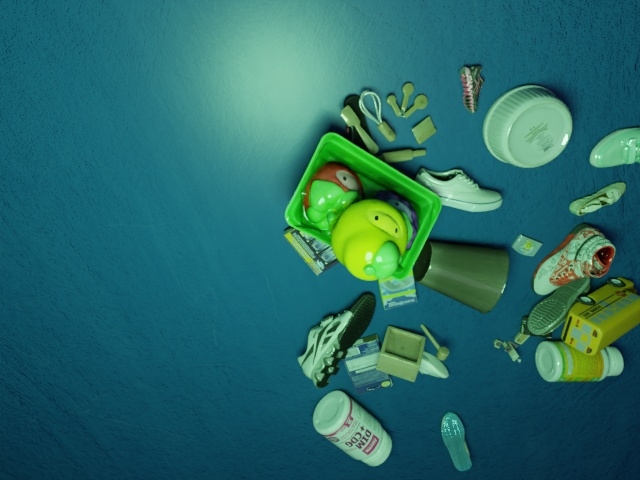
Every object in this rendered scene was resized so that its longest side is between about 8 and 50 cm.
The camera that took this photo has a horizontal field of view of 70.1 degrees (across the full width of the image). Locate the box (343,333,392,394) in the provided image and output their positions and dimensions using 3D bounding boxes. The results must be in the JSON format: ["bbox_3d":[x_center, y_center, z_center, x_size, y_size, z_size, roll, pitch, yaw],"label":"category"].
[{"bbox_3d":[0.157,0.431,1.569,0.136,0.036,0.225,-17,117,5],"label":"box"}]

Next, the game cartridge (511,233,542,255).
[{"bbox_3d":[0.631,0.017,1.396,0.083,0.017,0.056,19,119,-14],"label":"game cartridge"}]

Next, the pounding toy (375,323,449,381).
[{"bbox_3d":[0.303,0.362,1.479,0.206,0.181,0.094,16,128,11],"label":"pounding toy"}]

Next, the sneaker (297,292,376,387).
[{"bbox_3d":[0.040,0.285,1.440,0.330,0.146,0.122,-53,140,-3],"label":"sneaker"}]

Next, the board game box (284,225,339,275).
[{"bbox_3d":[0.000,0.000,1.320,0.141,0.048,0.170,-31,116,14],"label":"board game box"}]

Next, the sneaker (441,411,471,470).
[{"bbox_3d":[0.513,0.759,1.751,0.087,0.092,0.228,-14,99,6],"label":"sneaker"}]

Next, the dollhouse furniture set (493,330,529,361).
[{"bbox_3d":[0.665,0.348,1.538,0.091,0.081,0.114,26,113,-17],"label":"dollhouse furniture set"}]

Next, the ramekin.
[{"bbox_3d":[0.537,-0.286,1.172,0.207,0.109,0.207,-2,118,-4],"label":"ramekin"}]

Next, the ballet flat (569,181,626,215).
[{"bbox_3d":[0.810,-0.113,1.318,0.168,0.052,0.057,-26,117,9],"label":"ballet flat"}]

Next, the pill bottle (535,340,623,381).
[{"bbox_3d":[0.885,0.412,1.558,0.246,0.136,0.136,1,118,-5],"label":"pill bottle"}]

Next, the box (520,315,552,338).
[{"bbox_3d":[0.718,0.288,1.514,0.083,0.052,0.062,11,82,-11],"label":"box"}]

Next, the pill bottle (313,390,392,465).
[{"bbox_3d":[0.120,0.677,1.630,0.160,0.160,0.283,-38,115,15],"label":"pill bottle"}]

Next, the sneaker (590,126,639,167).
[{"bbox_3d":[0.866,-0.240,1.198,0.256,0.151,0.094,-17,120,6],"label":"sneaker"}]

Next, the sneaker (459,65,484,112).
[{"bbox_3d":[0.389,-0.383,1.149,0.057,0.047,0.119,-20,120,-6],"label":"sneaker"}]

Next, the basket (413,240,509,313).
[{"bbox_3d":[0.405,0.090,1.345,0.227,0.154,0.204,16,98,-8],"label":"basket"}]

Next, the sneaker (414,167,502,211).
[{"bbox_3d":[0.380,-0.142,1.245,0.258,0.094,0.091,6,122,-7],"label":"sneaker"}]

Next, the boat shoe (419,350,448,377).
[{"bbox_3d":[0.357,0.429,1.571,0.184,0.066,0.063,29,123,-19],"label":"boat shoe"}]

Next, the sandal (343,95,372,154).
[{"bbox_3d":[0.093,-0.282,1.180,0.067,0.040,0.179,-20,110,-22],"label":"sandal"}]

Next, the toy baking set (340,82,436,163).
[{"bbox_3d":[0.176,-0.293,1.171,0.256,0.030,0.196,-15,111,-12],"label":"toy baking set"}]

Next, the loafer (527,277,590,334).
[{"bbox_3d":[0.770,0.214,1.450,0.251,0.094,0.087,-45,121,2],"label":"loafer"}]

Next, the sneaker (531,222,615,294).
[{"bbox_3d":[0.754,0.087,1.369,0.090,0.145,0.270,23,114,-16],"label":"sneaker"}]

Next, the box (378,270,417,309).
[{"bbox_3d":[0.237,0.140,1.416,0.109,0.042,0.178,-13,118,3],"label":"box"}]

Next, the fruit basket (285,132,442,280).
[{"bbox_3d":[0.112,-0.057,1.093,0.392,0.392,0.283,27,88,-17],"label":"fruit basket"}]

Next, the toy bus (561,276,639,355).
[{"bbox_3d":[0.871,0.222,1.390,0.333,0.130,0.108,-17,121,-29],"label":"toy bus"}]
